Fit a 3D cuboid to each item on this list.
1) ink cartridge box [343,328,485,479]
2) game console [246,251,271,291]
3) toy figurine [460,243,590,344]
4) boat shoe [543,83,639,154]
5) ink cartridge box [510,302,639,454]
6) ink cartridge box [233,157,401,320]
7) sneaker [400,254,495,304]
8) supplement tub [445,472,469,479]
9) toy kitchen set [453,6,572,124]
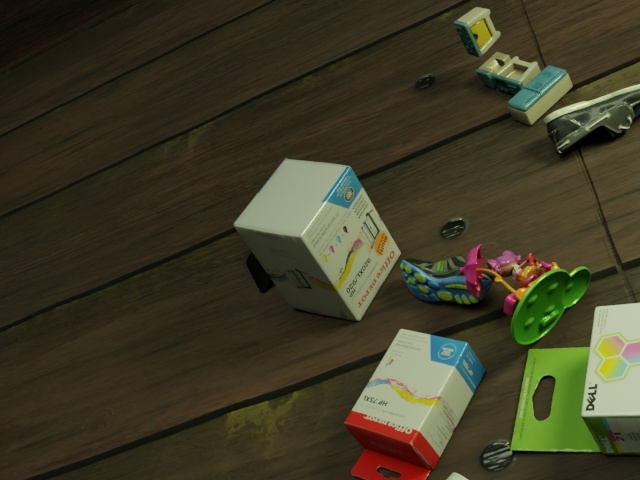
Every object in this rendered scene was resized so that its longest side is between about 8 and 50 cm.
[{"bbox_3d":[0.133,0.255,1.445,0.134,0.078,0.231,7,54,43],"label":"ink cartridge box"},{"bbox_3d":[-0.085,0.037,1.918,0.107,0.071,0.122,-10,33,-17],"label":"game console"},{"bbox_3d":[0.300,0.056,1.482,0.173,0.130,0.159,-27,44,-27],"label":"toy figurine"},{"bbox_3d":[0.519,-0.219,1.697,0.233,0.084,0.079,-19,77,10],"label":"boat shoe"},{"bbox_3d":[0.380,0.189,1.309,0.255,0.097,0.188,-8,44,31],"label":"ink cartridge box"},{"bbox_3d":[0.000,0.000,1.706,0.168,0.232,0.171,10,54,41],"label":"ink cartridge box"},{"bbox_3d":[0.214,0.063,1.623,0.188,0.067,0.078,8,33,45],"label":"sneaker"},{"bbox_3d":[0.172,0.375,1.286,0.107,0.071,0.071,-48,38,-16],"label":"supplement tub"},{"bbox_3d":[0.356,-0.346,1.872,0.122,0.166,0.207,-43,37,-11],"label":"toy kitchen set"}]
